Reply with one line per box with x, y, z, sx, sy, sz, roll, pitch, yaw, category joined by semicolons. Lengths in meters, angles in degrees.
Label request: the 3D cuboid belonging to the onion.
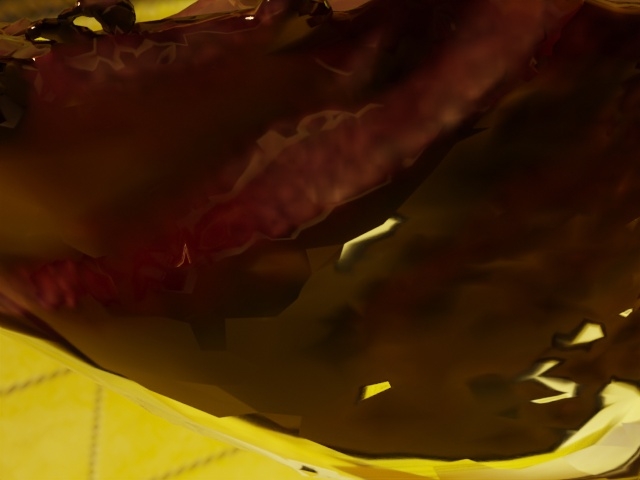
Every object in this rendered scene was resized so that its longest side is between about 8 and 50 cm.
0.000;0.000;0.501;0.280;0.314;0.146;-4;97;-26;onion
